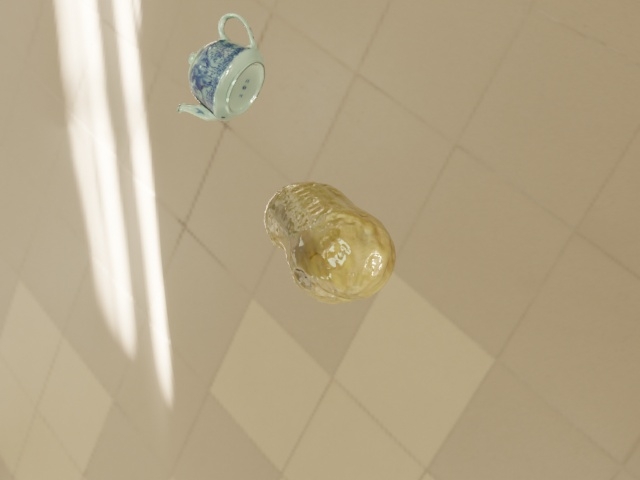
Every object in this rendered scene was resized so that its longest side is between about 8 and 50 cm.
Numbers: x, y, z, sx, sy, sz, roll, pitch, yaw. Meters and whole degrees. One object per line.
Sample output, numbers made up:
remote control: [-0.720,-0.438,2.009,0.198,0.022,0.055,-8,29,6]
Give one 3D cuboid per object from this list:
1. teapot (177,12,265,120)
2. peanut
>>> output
teapot: [-0.200,-0.335,1.811,0.159,0.159,0.232,38,108,34]
peanut: [0.000,0.000,1.042,0.236,0.110,0.120,34,154,60]
